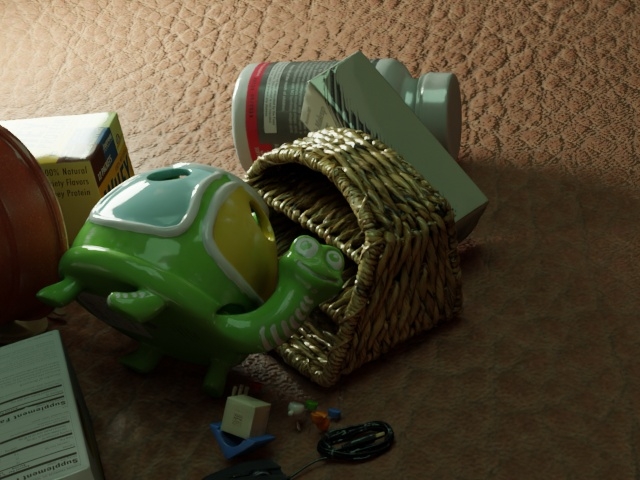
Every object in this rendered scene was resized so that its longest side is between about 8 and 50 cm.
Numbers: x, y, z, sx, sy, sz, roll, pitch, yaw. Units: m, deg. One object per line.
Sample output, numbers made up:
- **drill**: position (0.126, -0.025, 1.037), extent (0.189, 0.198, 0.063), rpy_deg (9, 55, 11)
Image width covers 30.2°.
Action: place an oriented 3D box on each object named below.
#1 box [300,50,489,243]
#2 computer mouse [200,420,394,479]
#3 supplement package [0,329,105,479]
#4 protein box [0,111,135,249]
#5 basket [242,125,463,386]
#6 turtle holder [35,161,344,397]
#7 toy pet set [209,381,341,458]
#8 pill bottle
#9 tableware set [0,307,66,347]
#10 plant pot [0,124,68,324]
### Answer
- **box**: position (0.094, -0.109, 1.570), extent (0.094, 0.113, 0.275), rpy_deg (-34, 73, -20)
- **computer mouse**: position (-0.032, 0.242, 1.267), extent (0.242, 0.041, 0.071), rpy_deg (-22, 34, -18)
- **supplement package**: position (-0.310, 0.233, 1.270), extent (0.133, 0.139, 0.244), rpy_deg (-18, 35, -10)
- **protein box**: position (-0.369, -0.055, 1.660), extent (0.199, 0.201, 0.136), rpy_deg (-3, 34, 12)
- **basket**: position (0.000, 0.000, 1.464), extent (0.223, 0.213, 0.299), rpy_deg (-26, 36, -23)
- **turtle holder**: position (-0.152, 0.027, 1.384), extent (0.320, 0.243, 0.227), rpy_deg (-13, 44, 57)
- **toy pet set**: position (-0.060, 0.210, 1.328), extent (0.122, 0.065, 0.114), rpy_deg (15, 6, 29)
- **pill bottle**: position (0.043, -0.180, 1.757), extent (0.318, 0.176, 0.176), rpy_deg (1, 35, 17)
- **tableware set**: position (-0.449, 0.109, 1.589), extent (0.194, 0.039, 0.128), rpy_deg (19, 31, 28)
- **plant pot**: position (-0.491, 0.014, 1.416), extent (0.272, 0.272, 0.265), rpy_deg (17, 28, 35)
